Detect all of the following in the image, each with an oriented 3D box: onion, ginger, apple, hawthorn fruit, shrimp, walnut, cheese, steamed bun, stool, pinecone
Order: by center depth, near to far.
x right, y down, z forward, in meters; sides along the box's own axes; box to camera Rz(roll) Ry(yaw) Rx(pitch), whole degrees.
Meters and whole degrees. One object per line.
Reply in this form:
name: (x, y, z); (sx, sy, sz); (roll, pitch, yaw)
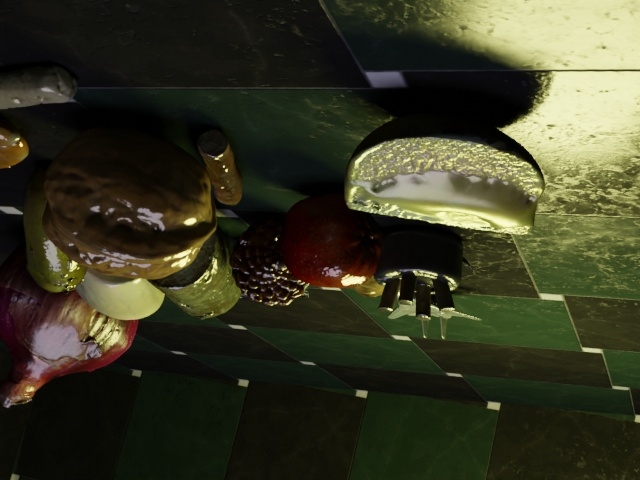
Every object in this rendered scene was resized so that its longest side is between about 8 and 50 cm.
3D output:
apple: (0.166, -0.103, 1.319); (0.265, 0.120, 0.193); (8, 151, -7)
cheese: (-0.417, -0.206, 1.407); (0.194, 0.043, 0.065); (-2, 166, 28)
walnut: (-0.277, -0.054, 1.535); (0.257, 0.257, 0.224); (11, 129, -7)
shrimp: (-0.587, -0.155, 1.636); (0.287, 0.063, 0.152); (-4, 158, 29)
hawthorn fruit: (0.000, 0.000, 1.693); (0.194, 0.157, 0.157); (4, 164, 30)
stool: (0.150, 0.059, 1.844); (0.228, 0.139, 0.153); (-1, 160, 22)
pinecone: (-0.086, 0.041, 1.883); (0.173, 0.173, 0.173); (8, 164, 2)
steamed bun: (-0.404, 0.041, 2.006); (0.170, 0.200, 0.225); (-13, 153, -6)
ginger: (0.098, 0.064, 2.018); (0.095, 0.069, 0.190); (-14, 162, 1)
onion: (-0.585, 0.190, 2.256); (0.348, 0.385, 0.348); (27, 165, 8)

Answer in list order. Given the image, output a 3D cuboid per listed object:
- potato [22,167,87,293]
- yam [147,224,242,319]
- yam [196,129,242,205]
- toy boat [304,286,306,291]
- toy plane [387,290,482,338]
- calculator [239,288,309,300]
potato: (-0.460, -0.020, 1.813); (0.113, 0.149, 0.251); (4, 120, -7)
yam: (-0.240, 0.038, 1.924); (0.168, 0.168, 0.304); (6, 164, 11)
yam: (-0.152, -0.106, 1.585); (0.057, 0.057, 0.241); (8, 165, 3)
toy boat: (-0.084, 0.057, 2.117); (0.134, 0.079, 0.208); (16, 175, 1)
toy plane: (0.199, 0.116, 2.132); (0.212, 0.088, 0.267); (-1, 153, 28)
calculator: (-0.170, 0.105, 2.377); (0.274, 0.028, 0.166); (-5, 159, 41)
